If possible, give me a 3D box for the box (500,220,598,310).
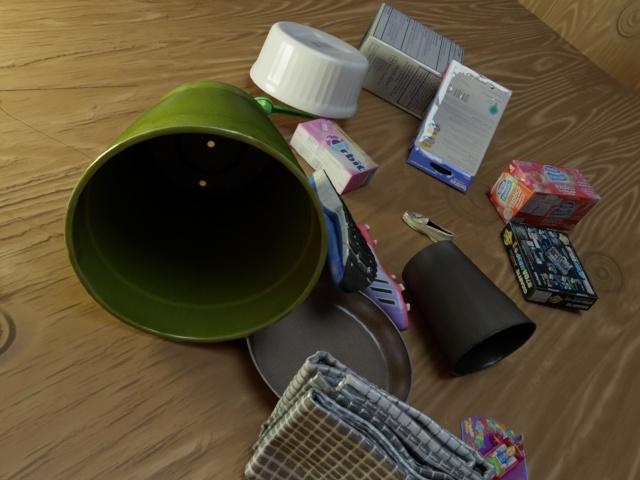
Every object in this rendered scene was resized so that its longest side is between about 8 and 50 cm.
[{"bbox_3d":[0.543,0.058,1.620,0.175,0.051,0.220,10,44,-18],"label":"box"}]

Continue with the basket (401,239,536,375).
[{"bbox_3d":[0.272,0.122,1.313,0.204,0.154,0.227,-8,51,-34],"label":"basket"}]

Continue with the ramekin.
[{"bbox_3d":[-0.019,-0.417,1.631,0.277,0.135,0.277,19,28,-11],"label":"ramekin"}]

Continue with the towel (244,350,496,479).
[{"bbox_3d":[0.052,0.304,0.911,0.284,0.235,0.121,34,45,2],"label":"towel"}]

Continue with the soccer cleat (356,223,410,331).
[{"bbox_3d":[0.091,0.076,1.304,0.095,0.083,0.248,-18,61,-13],"label":"soccer cleat"}]

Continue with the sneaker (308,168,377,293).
[{"bbox_3d":[0.000,0.000,1.257,0.129,0.147,0.330,55,6,-34],"label":"sneaker"}]

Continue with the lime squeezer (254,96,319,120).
[{"bbox_3d":[-0.138,-0.278,1.506,0.110,0.058,0.310,38,43,26],"label":"lime squeezer"}]

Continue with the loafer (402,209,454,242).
[{"bbox_3d":[0.247,-0.035,1.537,0.125,0.039,0.045,35,40,3],"label":"loafer"}]

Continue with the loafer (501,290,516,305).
[{"bbox_3d":[0.375,0.149,1.430,0.056,0.050,0.148,46,25,10],"label":"loafer"}]

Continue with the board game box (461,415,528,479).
[{"bbox_3d":[0.311,0.372,1.168,0.133,0.033,0.168,23,40,-12],"label":"board game box"}]

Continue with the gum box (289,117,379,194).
[{"bbox_3d":[0.027,-0.199,1.542,0.188,0.062,0.107,46,41,17],"label":"gum box"}]

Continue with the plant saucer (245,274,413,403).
[{"bbox_3d":[0.012,0.189,1.145,0.311,0.050,0.310,18,42,-16],"label":"plant saucer"}]

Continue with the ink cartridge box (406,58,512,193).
[{"bbox_3d":[0.357,-0.294,1.770,0.186,0.065,0.311,26,79,-7],"label":"ink cartridge box"}]

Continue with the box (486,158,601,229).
[{"bbox_3d":[0.587,-0.118,1.779,0.257,0.128,0.122,3,48,-31],"label":"box"}]

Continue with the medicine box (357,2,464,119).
[{"bbox_3d":[0.251,-0.509,1.941,0.289,0.149,0.263,28,40,-7],"label":"medicine box"}]

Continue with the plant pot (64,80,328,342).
[{"bbox_3d":[-0.188,-0.088,1.101,0.367,0.366,0.353,18,29,-17],"label":"plant pot"}]
